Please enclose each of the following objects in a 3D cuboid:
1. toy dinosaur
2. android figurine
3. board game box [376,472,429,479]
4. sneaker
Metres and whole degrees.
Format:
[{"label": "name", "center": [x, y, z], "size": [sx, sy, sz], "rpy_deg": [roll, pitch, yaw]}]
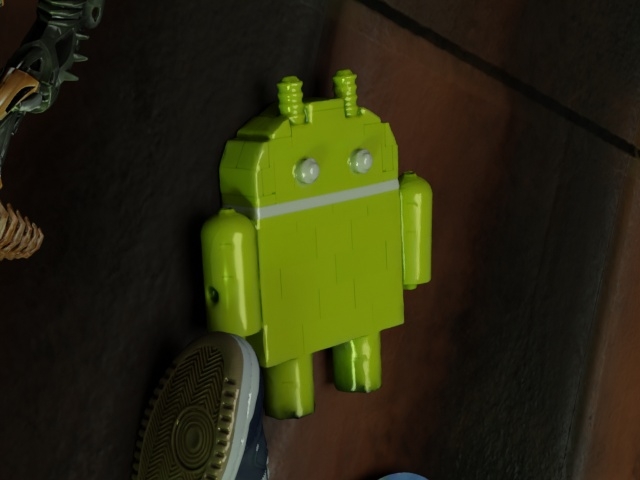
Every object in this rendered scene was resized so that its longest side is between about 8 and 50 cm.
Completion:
[{"label": "toy dinosaur", "center": [-0.226, -0.080, 0.717], "size": [0.164, 0.322, 0.218], "rpy_deg": [18, 65, -6]}, {"label": "android figurine", "center": [0.000, 0.000, 1.044], "size": [0.248, 0.056, 0.272], "rpy_deg": [-11, 105, -45]}, {"label": "board game box", "center": [0.055, 0.290, 1.156], "size": [0.133, 0.033, 0.168], "rpy_deg": [17, 78, -41]}, {"label": "sneaker", "center": [-0.059, 0.208, 0.973], "size": [0.153, 0.099, 0.282], "rpy_deg": [8, 96, -42]}]
